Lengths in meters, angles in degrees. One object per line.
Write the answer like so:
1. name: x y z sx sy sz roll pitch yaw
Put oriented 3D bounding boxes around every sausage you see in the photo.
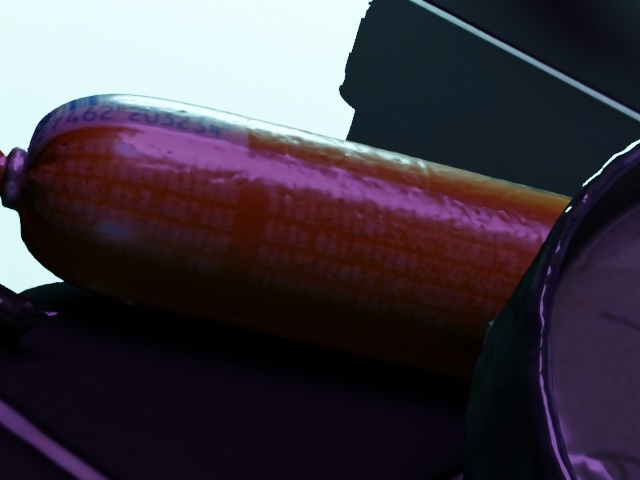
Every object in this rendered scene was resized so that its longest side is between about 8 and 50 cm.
1. sausage: 0.000 0.000 0.641 0.234 0.071 0.071 14 25 -13

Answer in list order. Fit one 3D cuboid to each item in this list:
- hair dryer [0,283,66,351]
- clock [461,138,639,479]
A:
1. hair dryer: -0.239 -0.059 0.606 0.359 0.120 0.304 29 9 -3
2. clock: 0.178 0.069 0.531 0.280 0.055 0.281 8 46 -8
